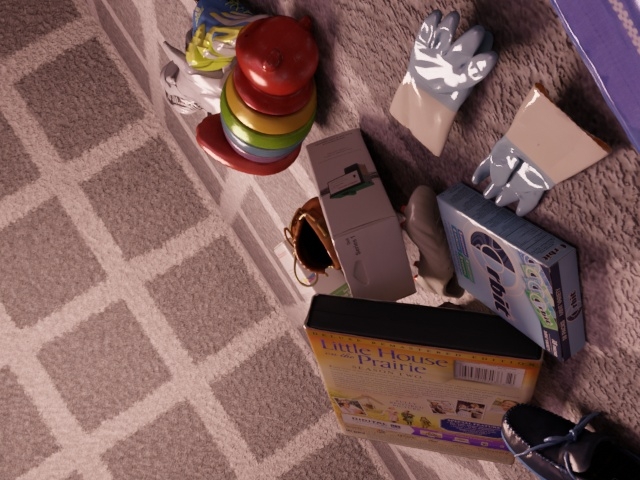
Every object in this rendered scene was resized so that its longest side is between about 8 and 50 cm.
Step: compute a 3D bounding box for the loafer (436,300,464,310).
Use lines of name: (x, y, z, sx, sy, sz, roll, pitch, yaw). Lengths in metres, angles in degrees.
loafer: (0.182, 0.166, 1.118, 0.095, 0.109, 0.302, 56, 170, 27)

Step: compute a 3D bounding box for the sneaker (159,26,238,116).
sneaker: (-0.245, -0.356, 1.376, 0.366, 0.137, 0.210, 38, 157, 42)

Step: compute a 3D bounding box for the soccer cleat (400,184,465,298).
soccer cleat: (0.160, 0.004, 0.915, 0.076, 0.068, 0.196, 23, 148, 34)

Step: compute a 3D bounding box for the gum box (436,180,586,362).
gum box: (0.221, 0.033, 0.789, 0.184, 0.041, 0.157, 42, 160, 50)

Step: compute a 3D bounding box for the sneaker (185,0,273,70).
sneaker: (-0.153, -0.363, 1.107, 0.240, 0.091, 0.126, -2, 91, 48)

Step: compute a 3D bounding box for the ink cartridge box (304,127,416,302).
ink cartridge box: (0.056, -0.031, 0.974, 0.219, 0.092, 0.160, -107, -4, -48)

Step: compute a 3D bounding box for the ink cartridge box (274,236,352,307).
ink cartridge box: (-0.016, 0.079, 1.649, 0.212, 0.093, 0.154, 56, 166, -1)

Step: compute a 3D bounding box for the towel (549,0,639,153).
towel: (0.225, -0.158, 0.330, 0.243, 0.040, 0.336, 58, 167, -6)

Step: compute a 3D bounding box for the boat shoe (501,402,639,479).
boat shoe: (0.341, 0.264, 0.825, 0.258, 0.109, 0.089, 23, 140, 39)

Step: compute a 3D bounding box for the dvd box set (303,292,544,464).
dvd box set: (0.158, 0.225, 1.026, 0.307, 0.062, 0.420, 5, 146, 15)

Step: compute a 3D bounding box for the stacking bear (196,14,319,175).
stacking bear: (-0.079, -0.229, 1.031, 0.164, 0.175, 0.289, 41, 157, 4)

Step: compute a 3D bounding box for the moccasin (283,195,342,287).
moccasin: (0.002, 0.003, 1.281, 0.139, 0.147, 0.380, 61, 167, -15)

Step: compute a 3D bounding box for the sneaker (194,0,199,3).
sneaker: (-0.239, -0.500, 1.195, 0.089, 0.051, 0.170, 35, 150, 59)

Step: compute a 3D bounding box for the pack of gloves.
pack of gloves: (0.167, -0.123, 0.659, 0.195, 0.046, 0.232, 44, 168, 7)
